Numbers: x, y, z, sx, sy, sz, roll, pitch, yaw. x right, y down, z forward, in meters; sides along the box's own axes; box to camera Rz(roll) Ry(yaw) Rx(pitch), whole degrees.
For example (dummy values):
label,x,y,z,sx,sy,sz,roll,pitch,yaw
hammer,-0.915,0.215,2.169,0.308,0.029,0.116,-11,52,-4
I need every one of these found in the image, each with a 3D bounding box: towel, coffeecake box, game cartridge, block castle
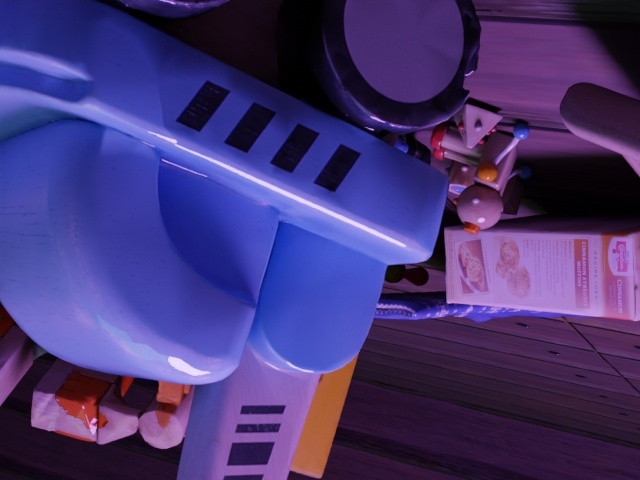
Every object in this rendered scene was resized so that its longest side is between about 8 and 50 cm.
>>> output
label,x,y,z,sx,sy,sz,roll,pitch,yaw
towel,0.142,0.075,1.196,0.336,0.040,0.243,0,177,-39
coffeecake box,0.217,0.017,0.912,0.142,0.068,0.185,-7,-174,-40
game cartridge,-0.063,0.163,1.559,0.053,0.285,0.324,7,164,39
block castle,-0.314,0.035,1.311,0.454,0.303,0.213,14,-147,8

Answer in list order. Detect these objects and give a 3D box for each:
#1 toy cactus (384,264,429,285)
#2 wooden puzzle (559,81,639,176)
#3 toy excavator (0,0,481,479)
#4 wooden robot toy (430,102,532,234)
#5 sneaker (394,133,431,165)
label,x,y,z,sx,sy,sz,roll,pitch,yaw
toy cactus,0.000,0.000,1.219,0.219,0.112,0.180,16,-179,-40
wooden puzzle,0.344,0.008,0.650,0.322,0.080,0.348,31,-177,41
toy excavator,-0.054,0.052,0.653,0.433,0.445,0.222,24,167,-30
wooden robot toy,0.120,-0.042,0.876,0.076,0.079,0.173,13,167,15
sneaker,0.056,-0.047,0.966,0.078,0.067,0.188,22,165,3
